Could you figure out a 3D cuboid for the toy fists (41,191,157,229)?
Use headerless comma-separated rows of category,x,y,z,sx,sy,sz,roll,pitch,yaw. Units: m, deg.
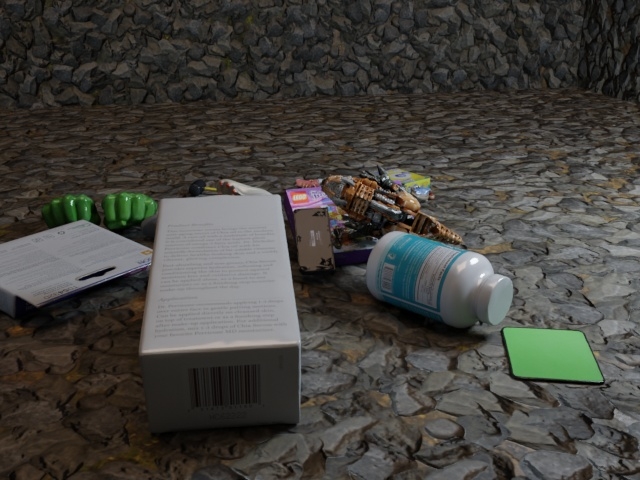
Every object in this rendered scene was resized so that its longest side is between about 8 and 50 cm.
toy fists,-0.549,-0.071,1.884,0.279,0.096,0.142,-2,-6,-6

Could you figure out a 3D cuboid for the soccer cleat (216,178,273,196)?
soccer cleat,-0.206,-0.124,2.107,0.196,0.068,0.076,21,23,29

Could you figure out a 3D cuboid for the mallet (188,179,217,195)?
mallet,-0.292,-0.143,2.196,0.190,0.039,0.062,10,22,15

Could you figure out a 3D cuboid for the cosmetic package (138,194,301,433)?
cosmetic package,-0.164,0.098,1.258,0.230,0.161,0.453,-2,32,-6

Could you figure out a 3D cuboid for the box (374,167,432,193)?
box,0.247,-0.174,2.265,0.105,0.043,0.179,-15,27,-34

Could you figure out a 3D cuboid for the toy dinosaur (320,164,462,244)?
toy dinosaur,0.143,-0.051,1.587,0.164,0.322,0.218,-47,15,-2

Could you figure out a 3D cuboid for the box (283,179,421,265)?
box,0.078,-0.040,1.757,0.293,0.057,0.201,-6,53,-16

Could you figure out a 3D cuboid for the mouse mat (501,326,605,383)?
mouse mat,0.401,0.197,1.319,0.153,0.007,0.189,3,19,7

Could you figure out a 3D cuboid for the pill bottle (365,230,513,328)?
pill bottle,0.227,0.079,1.437,0.264,0.146,0.146,18,27,39

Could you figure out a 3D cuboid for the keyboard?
keyboard,0.000,0.000,1.656,0.108,0.023,0.180,-3,53,-5

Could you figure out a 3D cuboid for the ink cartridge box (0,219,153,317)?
ink cartridge box,-0.543,0.063,1.594,0.330,0.071,0.324,20,28,36

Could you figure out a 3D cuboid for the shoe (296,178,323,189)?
shoe,-0.028,-0.138,2.146,0.081,0.063,0.178,-3,15,-3

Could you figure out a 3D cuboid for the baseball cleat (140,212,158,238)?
baseball cleat,-0.341,-0.021,1.814,0.206,0.072,0.109,-2,27,5

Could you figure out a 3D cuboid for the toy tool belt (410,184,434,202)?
toy tool belt,0.291,-0.138,2.152,0.083,0.051,0.052,-10,23,-26
